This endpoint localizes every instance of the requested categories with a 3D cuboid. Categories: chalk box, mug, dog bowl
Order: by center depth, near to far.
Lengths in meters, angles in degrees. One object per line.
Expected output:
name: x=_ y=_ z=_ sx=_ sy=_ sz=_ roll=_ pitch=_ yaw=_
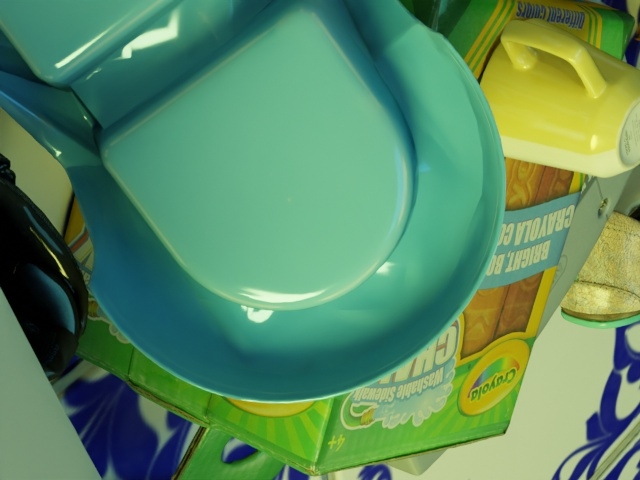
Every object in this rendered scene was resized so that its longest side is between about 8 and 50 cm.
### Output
dog bowl: x=-0.052 y=-0.080 z=0.672 sx=0.166 sy=0.297 sz=0.074 roll=-35 pitch=-170 yaw=9
mug: x=0.105 y=-0.056 z=0.741 sx=0.078 sy=0.064 sz=0.062 roll=-1 pitch=111 yaw=-53
chalk box: x=0.000 y=0.000 z=0.848 sx=0.180 sy=0.179 sz=0.289 roll=-5 pitch=113 yaw=-54

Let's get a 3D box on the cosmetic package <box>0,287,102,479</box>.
cosmetic package: x=-0.200 y=0.080 z=0.538 sx=0.138 sy=0.225 sz=0.224 roll=-40 pitch=159 yaw=29

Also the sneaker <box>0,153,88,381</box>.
sneaker: x=-0.147 y=0.054 z=0.720 sx=0.079 sy=0.121 sz=0.217 roll=-39 pitch=138 yaw=-36

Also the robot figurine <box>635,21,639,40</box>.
robot figurine: x=0.313 y=-0.222 z=1.205 sx=0.291 sy=0.085 sz=0.211 roll=-61 pitch=-172 yaw=-1

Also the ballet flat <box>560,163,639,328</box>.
ballet flat: x=0.285 y=-0.020 z=1.330 sx=0.316 sy=0.107 sz=0.106 roll=-20 pitch=111 yaw=-50

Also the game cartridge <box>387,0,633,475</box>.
game cartridge: x=0.107 y=-0.005 z=1.121 sx=0.297 sy=0.062 sz=0.198 roll=-53 pitch=149 yaw=-21
